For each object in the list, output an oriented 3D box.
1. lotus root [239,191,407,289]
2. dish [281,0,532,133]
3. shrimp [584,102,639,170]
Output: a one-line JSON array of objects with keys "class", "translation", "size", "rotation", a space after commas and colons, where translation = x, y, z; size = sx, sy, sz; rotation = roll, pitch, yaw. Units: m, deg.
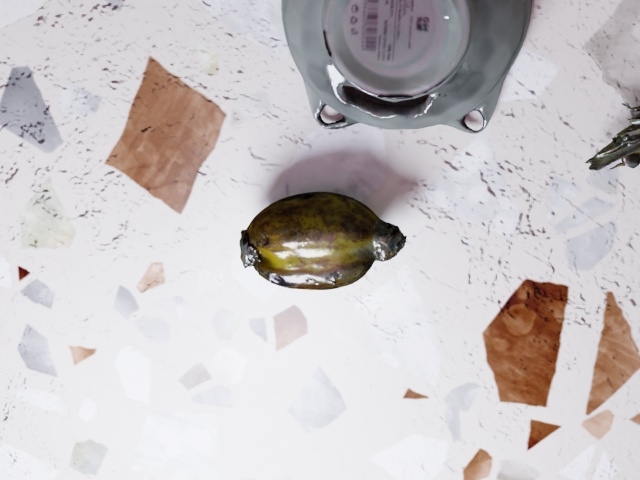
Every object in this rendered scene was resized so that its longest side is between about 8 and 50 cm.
[{"class": "lotus root", "translation": [0.000, 0.000, 0.942], "size": [0.209, 0.120, 0.120], "rotation": [-3, 116, 11]}, {"class": "dish", "translation": [0.082, -0.227, 0.806], "size": [0.302, 0.120, 0.303], "rotation": [4, 116, 9]}, {"class": "shrimp", "translation": [0.399, -0.181, 0.805], "size": [0.295, 0.058, 0.169], "rotation": [-26, 107, 16]}]
